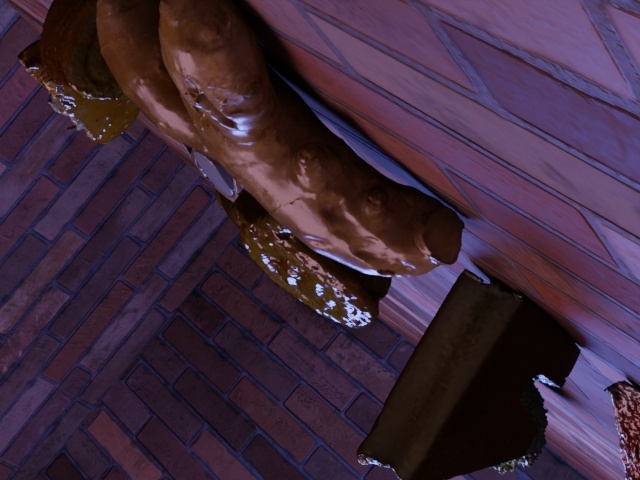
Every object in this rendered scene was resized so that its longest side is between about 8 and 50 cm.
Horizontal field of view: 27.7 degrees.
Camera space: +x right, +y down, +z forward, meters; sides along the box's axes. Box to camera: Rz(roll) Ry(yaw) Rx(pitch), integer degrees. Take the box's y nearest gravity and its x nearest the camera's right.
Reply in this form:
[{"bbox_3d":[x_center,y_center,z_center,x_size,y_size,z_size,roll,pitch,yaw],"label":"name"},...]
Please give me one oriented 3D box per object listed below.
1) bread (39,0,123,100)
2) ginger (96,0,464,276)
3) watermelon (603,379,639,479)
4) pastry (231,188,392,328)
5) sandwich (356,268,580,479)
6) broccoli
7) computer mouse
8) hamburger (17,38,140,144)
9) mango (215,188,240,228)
[{"bbox_3d":[-0.294,-0.250,1.660,0.103,0.132,0.172,14,-172,-29],"label":"bread"},{"bbox_3d":[-0.062,-0.096,1.194,0.348,0.122,0.363,50,163,-21],"label":"ginger"},{"bbox_3d":[0.361,0.209,1.306,0.098,0.121,0.158,7,106,56],"label":"watermelon"},{"bbox_3d":[0.000,0.000,1.707,0.235,0.132,0.240,46,162,-25],"label":"pastry"},{"bbox_3d":[0.149,0.160,1.328,0.128,0.235,0.122,43,164,-28],"label":"sandwich"},{"bbox_3d":[0.240,0.243,1.955,0.226,0.176,0.198,16,156,19],"label":"broccoli"},{"bbox_3d":[-0.107,-0.093,1.855,0.236,0.082,0.145,32,-174,-45],"label":"computer mouse"},{"bbox_3d":[-0.358,-0.250,2.055,0.144,0.157,0.283,58,179,12],"label":"hamburger"},{"bbox_3d":[-0.096,-0.061,2.062,0.133,0.111,0.267,23,-177,-28],"label":"mango"}]
